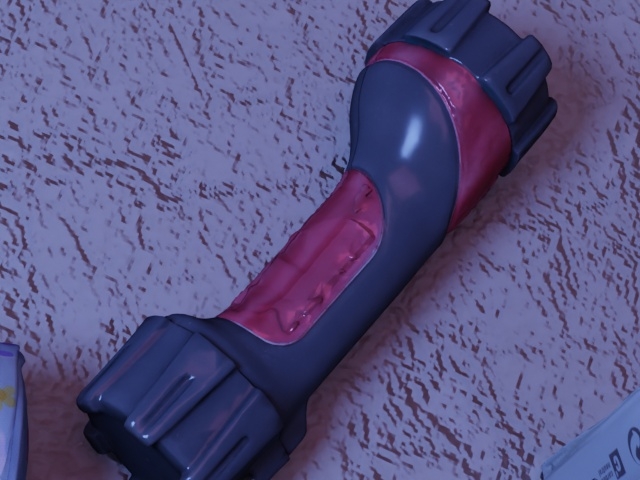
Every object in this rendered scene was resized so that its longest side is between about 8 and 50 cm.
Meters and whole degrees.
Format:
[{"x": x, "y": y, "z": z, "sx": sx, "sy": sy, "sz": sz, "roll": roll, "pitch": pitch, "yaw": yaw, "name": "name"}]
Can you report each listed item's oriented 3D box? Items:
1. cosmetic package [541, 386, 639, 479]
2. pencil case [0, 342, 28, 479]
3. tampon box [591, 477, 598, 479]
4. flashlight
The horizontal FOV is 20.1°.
[{"x": 0.277, "y": 0.244, "z": 0.838, "sx": 0.217, "sy": 0.156, "sz": 0.385, "roll": -9, "pitch": 69, "yaw": -18, "name": "cosmetic package"}, {"x": -0.263, "y": 0.093, "z": 0.789, "sx": 0.273, "sy": 0.113, "sz": 0.124, "roll": 6, "pitch": 73, "yaw": -12, "name": "pencil case"}, {"x": 0.078, "y": 0.198, "z": 0.797, "sx": 0.120, "sy": 0.161, "sz": 0.101, "roll": -28, "pitch": 75, "yaw": -27, "name": "tampon box"}, {"x": 0.000, "y": 0.000, "z": 0.911, "sx": 0.103, "sy": 0.103, "sz": 0.304, "roll": 27, "pitch": 59, "yaw": 29, "name": "flashlight"}]
